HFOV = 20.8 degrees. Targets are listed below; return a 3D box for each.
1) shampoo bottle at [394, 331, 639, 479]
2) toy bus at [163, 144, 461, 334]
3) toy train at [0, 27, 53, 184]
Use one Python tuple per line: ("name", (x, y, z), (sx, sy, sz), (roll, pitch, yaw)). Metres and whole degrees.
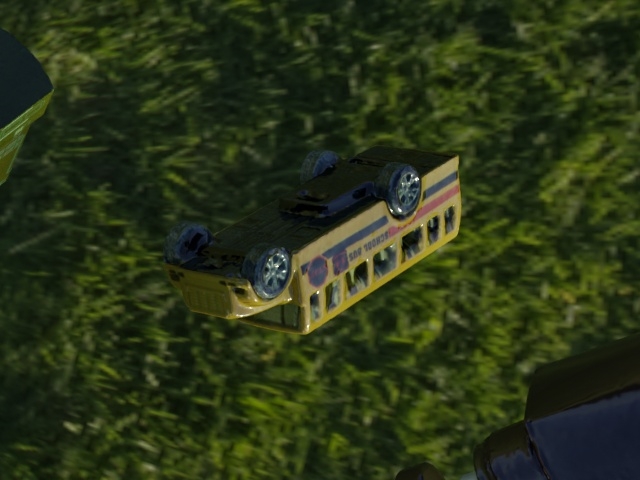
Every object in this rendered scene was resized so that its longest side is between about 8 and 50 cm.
("shampoo bottle", (0.138, 0.071, 0.699), (0.067, 0.236, 0.068), (59, 24, -15))
("toy bus", (0.000, 0.000, 1.674), (0.335, 0.121, 0.123), (-31, 123, -44))
("toy train", (-0.303, -0.071, 1.429), (0.090, 0.225, 0.137), (47, 61, 1))
